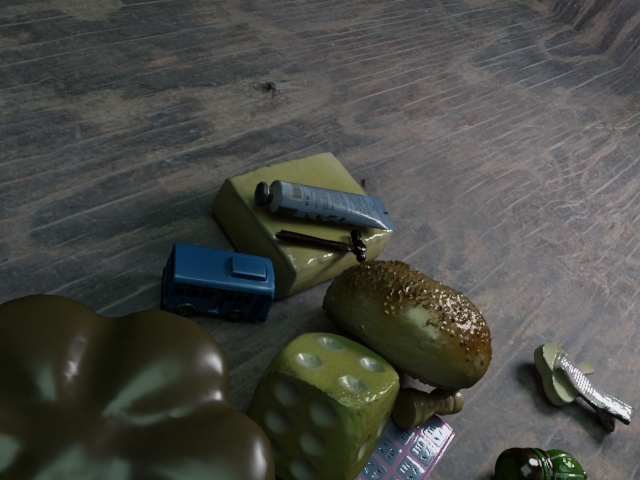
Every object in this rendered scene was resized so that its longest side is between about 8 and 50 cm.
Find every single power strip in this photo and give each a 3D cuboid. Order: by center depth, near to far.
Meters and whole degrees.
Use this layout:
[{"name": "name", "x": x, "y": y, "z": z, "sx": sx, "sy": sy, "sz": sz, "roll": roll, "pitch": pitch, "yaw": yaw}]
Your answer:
[{"name": "power strip", "x": 0.115, "y": 0.358, "z": 1.072, "sx": 0.109, "sy": 0.037, "sz": 0.279, "roll": 41, "pitch": 44, "yaw": 10}]

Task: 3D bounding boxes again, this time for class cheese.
[{"name": "cheese", "x": -0.032, "y": -0.037, "z": 1.293, "sx": 0.265, "sy": 0.124, "sz": 0.242, "roll": -20, "pitch": 68, "yaw": -40}]

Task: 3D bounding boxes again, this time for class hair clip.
[{"name": "hair clip", "x": 0.517, "y": 0.282, "z": 1.341, "sx": 0.218, "sy": 0.071, "sz": 0.159, "roll": 41, "pitch": 41, "yaw": 3}]

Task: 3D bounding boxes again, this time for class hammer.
[{"name": "hammer", "x": 0.000, "y": 0.000, "z": 1.183, "sx": 0.178, "sy": 0.021, "sz": 0.065, "roll": 9, "pitch": 54, "yaw": -24}]

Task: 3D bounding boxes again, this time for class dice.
[{"name": "dice", "x": 0.005, "y": 0.247, "z": 0.982, "sx": 0.166, "sy": 0.169, "sz": 0.169, "roll": 24, "pitch": 21, "yaw": 21}]

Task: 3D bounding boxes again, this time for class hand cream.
[{"name": "hand cream", "x": 0.011, "y": -0.064, "z": 1.220, "sx": 0.271, "sy": 0.058, "sz": 0.091, "roll": 7, "pitch": 41, "yaw": -30}]

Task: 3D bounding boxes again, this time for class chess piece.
[{"name": "chess piece", "x": 0.179, "y": 0.270, "z": 1.118, "sx": 0.122, "sy": 0.066, "sz": 0.066, "roll": -2, "pitch": 52, "yaw": -36}]

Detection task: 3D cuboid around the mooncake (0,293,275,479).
[{"name": "mooncake", "x": -0.293, "y": 0.283, "z": 0.757, "sx": 0.467, "sy": 0.262, "sz": 0.467, "roll": 13, "pitch": 46, "yaw": -14}]

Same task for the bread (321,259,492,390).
[{"name": "bread", "x": 0.150, "y": 0.129, "z": 1.134, "sx": 0.305, "sy": 0.159, "sz": 0.305, "roll": 25, "pitch": 5, "yaw": -2}]

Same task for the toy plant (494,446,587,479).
[{"name": "toy plant", "x": 0.380, "y": 0.401, "z": 1.142, "sx": 0.162, "sy": 0.093, "sz": 0.093, "roll": 11, "pitch": 46, "yaw": -24}]

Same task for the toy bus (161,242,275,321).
[{"name": "toy bus", "x": -0.167, "y": 0.071, "z": 1.132, "sx": 0.184, "sy": 0.106, "sz": 0.090, "roll": 10, "pitch": 44, "yaw": -21}]
